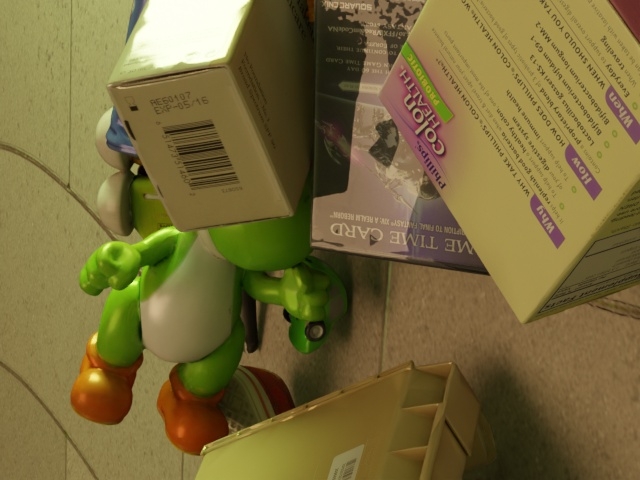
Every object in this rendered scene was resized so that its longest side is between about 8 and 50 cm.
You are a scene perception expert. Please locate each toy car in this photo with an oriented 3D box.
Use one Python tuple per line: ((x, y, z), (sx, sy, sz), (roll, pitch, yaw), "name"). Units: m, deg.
((-0.166, -0.083, 1.883), (0.136, 0.159, 0.182), (-53, -35, -75), "toy car")
((0.000, 0.000, 1.623), (0.239, 0.053, 0.225), (-146, 55, -60), "toy car")

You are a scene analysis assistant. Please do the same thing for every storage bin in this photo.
((0.004, 0.242, 1.318), (0.123, 0.260, 0.262), (57, -155, -18), "storage bin")

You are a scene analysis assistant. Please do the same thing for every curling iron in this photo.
((-0.075, 0.005, 1.786), (0.035, 0.068, 0.274), (43, 138, 53), "curling iron")

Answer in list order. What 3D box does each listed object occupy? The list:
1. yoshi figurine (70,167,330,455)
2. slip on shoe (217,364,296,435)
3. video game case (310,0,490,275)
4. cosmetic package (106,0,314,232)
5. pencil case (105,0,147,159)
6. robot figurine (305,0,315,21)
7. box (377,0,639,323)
((-0.100, 0.037, 1.546), (0.203, 0.203, 0.362), (36, 114, 24), "yoshi figurine")
((-0.034, 0.281, 1.710), (0.123, 0.101, 0.331), (-24, 84, 32), "slip on shoe")
((0.084, -0.114, 1.319), (0.196, 0.026, 0.274), (8, 107, 25), "video game case")
((-0.066, -0.167, 1.415), (0.309, 0.113, 0.160), (-74, -31, -46), "cosmetic package")
((-0.125, -0.223, 1.681), (0.119, 0.133, 0.306), (-50, -25, -76), "pencil case")
((0.052, -0.329, 1.360), (0.211, 0.085, 0.291), (2, 97, 35), "robot figurine")
((0.173, -0.104, 1.114), (0.213, 0.117, 0.243), (59, 146, 23), "box")
